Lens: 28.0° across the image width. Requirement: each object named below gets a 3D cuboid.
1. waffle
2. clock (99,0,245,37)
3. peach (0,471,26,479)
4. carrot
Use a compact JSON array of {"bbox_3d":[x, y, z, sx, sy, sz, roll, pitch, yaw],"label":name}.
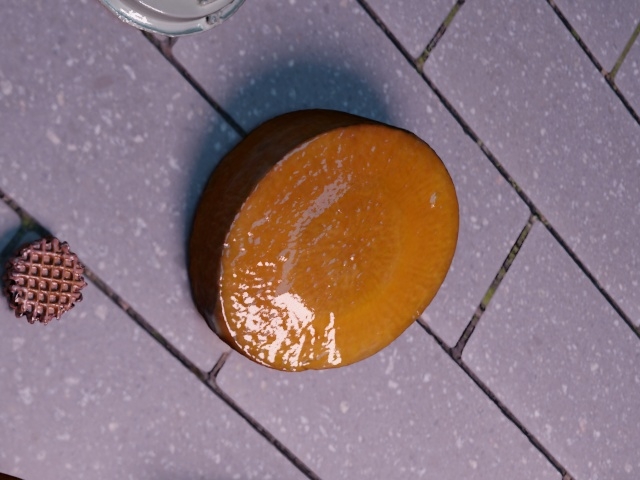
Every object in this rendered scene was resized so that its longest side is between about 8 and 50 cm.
[{"bbox_3d":[-0.249,0.035,1.164,0.083,0.029,0.075,-39,114,-35],"label":"waffle"},{"bbox_3d":[-0.141,-0.317,1.245,0.236,0.053,0.236,0,89,-37],"label":"clock"},{"bbox_3d":[-0.273,0.368,0.935,0.388,0.388,0.388,2,87,-37],"label":"peach"},{"bbox_3d":[0.000,0.000,1.325,0.307,0.100,0.258,-36,111,-24],"label":"carrot"}]
